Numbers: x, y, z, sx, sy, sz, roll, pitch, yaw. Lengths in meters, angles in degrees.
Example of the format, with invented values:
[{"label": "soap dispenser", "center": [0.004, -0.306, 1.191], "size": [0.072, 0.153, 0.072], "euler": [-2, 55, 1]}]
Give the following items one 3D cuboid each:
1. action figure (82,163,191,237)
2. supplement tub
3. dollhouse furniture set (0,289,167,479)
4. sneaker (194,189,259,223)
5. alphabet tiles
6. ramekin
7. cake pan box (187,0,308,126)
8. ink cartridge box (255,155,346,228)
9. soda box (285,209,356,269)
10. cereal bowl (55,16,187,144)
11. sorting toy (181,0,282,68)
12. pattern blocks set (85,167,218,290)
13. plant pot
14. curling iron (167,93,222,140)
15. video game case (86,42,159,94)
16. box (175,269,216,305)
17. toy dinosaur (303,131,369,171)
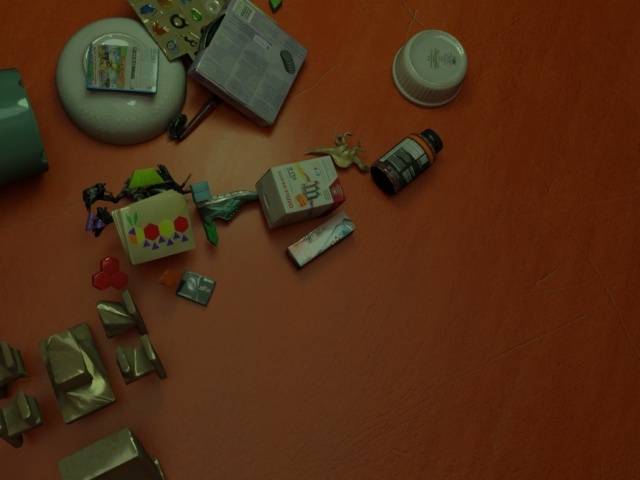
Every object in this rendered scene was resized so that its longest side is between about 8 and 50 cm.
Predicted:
[{"label": "action figure", "center": [-0.442, -0.097, 1.760], "size": [0.275, 0.141, 0.164], "euler": [-16, 69, -38]}, {"label": "supplement tub", "center": [0.235, -0.215, 1.903], "size": [0.198, 0.106, 0.106], "euler": [-38, 85, -16]}, {"label": "dollhouse furniture set", "center": [-0.521, 0.385, 1.625], "size": [0.362, 0.256, 0.394], "euler": [-24, 60, -14]}, {"label": "sneaker", "center": [-0.236, -0.085, 1.831], "size": [0.166, 0.065, 0.076], "euler": [-12, 95, -8]}, {"label": "alphabet tiles", "center": [-0.345, -0.617, 1.870], "size": [0.285, 0.011, 0.342], "euler": [-35, 90, -29]}, {"label": "ramekin", "center": [0.309, -0.485, 1.975], "size": [0.207, 0.109, 0.207], "euler": [2, 76, -8]}, {"label": "cake pan box", "center": [-0.189, -0.469, 1.862], "size": [0.267, 0.070, 0.246], "euler": [31, 71, -29]}, {"label": "ink cartridge box", "center": [-0.053, -0.121, 1.804], "size": [0.176, 0.127, 0.128], "euler": [-16, 80, -27]}, {"label": "soda box", "center": [0.000, 0.000, 1.840], "size": [0.183, 0.058, 0.063], "euler": [-35, 84, -14]}, {"label": "cereal bowl", "center": [-0.511, -0.425, 1.822], "size": [0.339, 0.141, 0.339], "euler": [2, 77, -9]}, {"label": "sorting toy", "center": [-0.243, -0.597, 1.950], "size": [0.196, 0.047, 0.348], "euler": [37, 75, 1]}, {"label": "pattern blocks set", "center": [-0.393, -0.028, 1.685], "size": [0.324, 0.026, 0.285], "euler": [-7, 93, -36]}, {"label": "plant pot", "center": [-0.833, -0.242, 1.647], "size": [0.334, 0.341, 0.341], "euler": [-19, 80, -20]}, {"label": "curling iron", "center": [-0.298, -0.362, 1.879], "size": [0.035, 0.068, 0.274], "euler": [38, 73, 26]}, {"label": "video game case", "center": [-0.483, -0.420, 1.744], "size": [0.166, 0.015, 0.119], "euler": [3, 77, -9]}, {"label": "box", "center": [-0.312, 0.119, 1.784], "size": [0.083, 0.018, 0.067], "euler": [22, 75, -3]}, {"label": "toy dinosaur", "center": [0.056, -0.242, 1.908], "size": [0.183, 0.053, 0.093], "euler": [18, 76, -4]}]
